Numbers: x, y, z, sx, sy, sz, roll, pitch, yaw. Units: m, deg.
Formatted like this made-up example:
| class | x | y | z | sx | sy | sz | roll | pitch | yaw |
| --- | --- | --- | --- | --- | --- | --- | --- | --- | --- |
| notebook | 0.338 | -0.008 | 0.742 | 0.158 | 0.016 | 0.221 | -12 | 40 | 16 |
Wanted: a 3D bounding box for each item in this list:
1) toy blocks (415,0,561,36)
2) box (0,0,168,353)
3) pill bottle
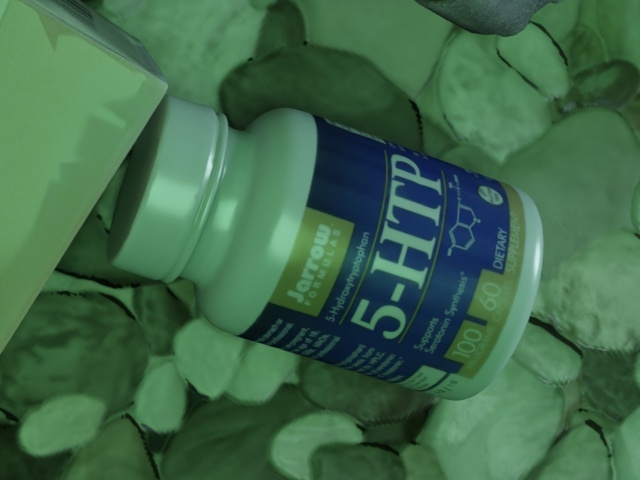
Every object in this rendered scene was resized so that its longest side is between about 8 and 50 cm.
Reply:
| class | x | y | z | sx | sy | sz | roll | pitch | yaw |
| --- | --- | --- | --- | --- | --- | --- | --- | --- | --- |
| toy blocks | 0.081 | -0.210 | 0.561 | 0.288 | 0.309 | 0.260 | -34 | 151 | -9 |
| box | -0.204 | 0.020 | 0.613 | 0.121 | 0.148 | 0.311 | 31 | 98 | -18 |
| pill bottle | 0.000 | 0.000 | 0.668 | 0.187 | 0.112 | 0.112 | 18 | 101 | -16 |
